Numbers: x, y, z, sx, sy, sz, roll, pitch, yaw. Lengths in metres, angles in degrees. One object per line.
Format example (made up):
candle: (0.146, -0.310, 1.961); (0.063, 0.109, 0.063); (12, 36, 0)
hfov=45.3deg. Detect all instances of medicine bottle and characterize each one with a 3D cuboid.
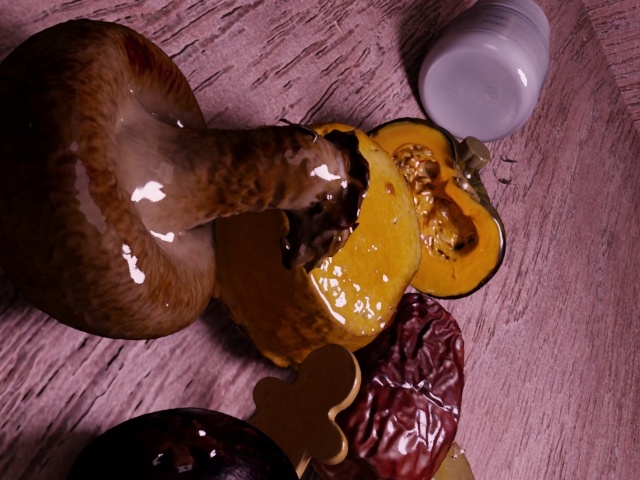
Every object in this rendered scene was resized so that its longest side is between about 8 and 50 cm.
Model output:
medicine bottle: (0.359, -0.376, 1.622); (0.245, 0.245, 0.306); (56, 41, -22)

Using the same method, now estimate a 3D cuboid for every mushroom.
mushroom: (-0.165, -0.055, 0.794); (0.334, 0.356, 0.331); (51, 51, -58)

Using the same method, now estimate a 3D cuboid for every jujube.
jujube: (0.103, 0.220, 1.138); (0.216, 0.216, 0.342); (56, 41, -23)

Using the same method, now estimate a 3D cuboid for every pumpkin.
pumpkin: (0.171, -0.061, 1.346); (0.325, 0.242, 0.232); (61, 10, -10)

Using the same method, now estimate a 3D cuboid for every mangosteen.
mangosteen: (-0.148, 0.312, 0.768); (0.233, 0.287, 0.288); (21, 62, -35)

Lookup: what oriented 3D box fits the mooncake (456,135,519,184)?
mooncake: (0.301, -0.143, 1.346); (0.347, 0.057, 0.150); (26, 37, -56)

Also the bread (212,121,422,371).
bread: (0.001, -0.002, 1.087); (0.337, 0.204, 0.358); (61, 38, -25)

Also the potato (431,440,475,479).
potato: (0.184, 0.438, 1.213); (0.191, 0.141, 0.296); (15, 64, -51)

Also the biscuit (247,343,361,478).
biscuit: (-0.035, 0.233, 0.940); (0.240, 0.158, 0.035); (-50, 143, -8)
